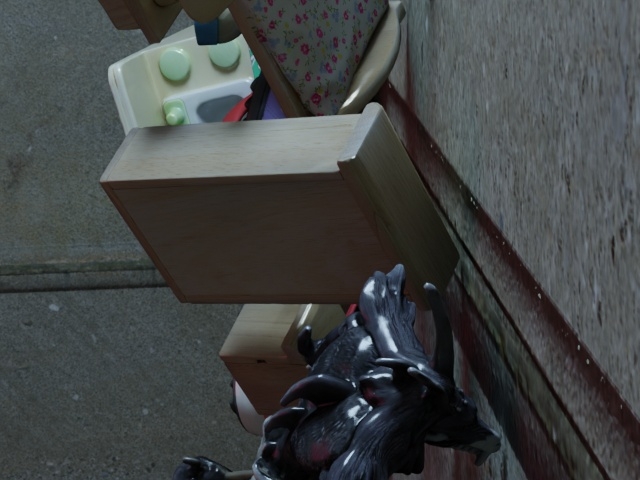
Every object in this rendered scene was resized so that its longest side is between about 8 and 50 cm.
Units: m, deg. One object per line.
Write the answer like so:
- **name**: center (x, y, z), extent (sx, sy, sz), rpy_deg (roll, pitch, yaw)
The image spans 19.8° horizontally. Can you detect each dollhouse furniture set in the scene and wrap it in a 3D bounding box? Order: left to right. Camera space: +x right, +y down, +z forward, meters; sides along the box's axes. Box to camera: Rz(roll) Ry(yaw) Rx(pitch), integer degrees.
- **dollhouse furniture set**: center (0.041, -0.114, 1.117), extent (0.303, 0.174, 0.355), rpy_deg (61, -137, -37)

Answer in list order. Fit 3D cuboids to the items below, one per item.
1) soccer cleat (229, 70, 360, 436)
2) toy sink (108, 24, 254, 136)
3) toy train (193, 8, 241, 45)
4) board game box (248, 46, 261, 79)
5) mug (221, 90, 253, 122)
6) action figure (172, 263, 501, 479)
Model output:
- **soccer cleat**: center (0.000, 0.000, 1.443), extent (0.108, 0.116, 0.318), rpy_deg (-3, -84, -66)
- **toy sink**: center (-0.095, -0.143, 1.864), extent (0.234, 0.131, 0.152), rpy_deg (-41, -64, -66)
- **toy train**: center (-0.031, -0.256, 1.416), extent (0.105, 0.143, 0.248), rpy_deg (97, 170, -65)
- **board game box**: center (-0.024, -0.235, 1.565), extent (0.124, 0.039, 0.259), rpy_deg (-45, 41, 38)
- **mug**: center (-0.019, -0.075, 1.590), extent (0.150, 0.113, 0.169), rpy_deg (69, -162, -54)
- **action figure**: center (0.023, 0.122, 0.948), extent (0.276, 0.141, 0.164), rpy_deg (-45, 32, 48)
